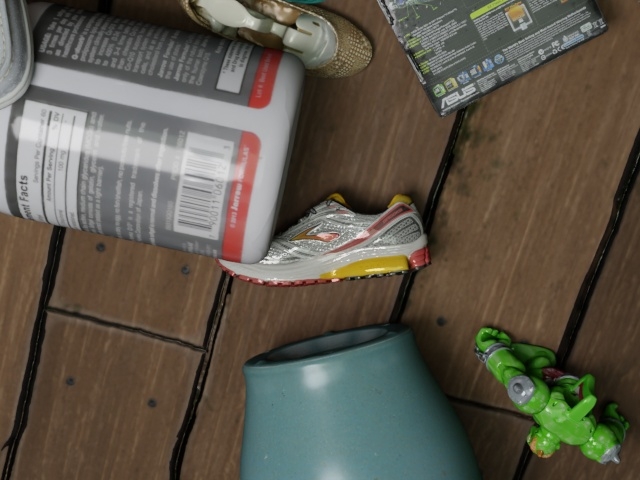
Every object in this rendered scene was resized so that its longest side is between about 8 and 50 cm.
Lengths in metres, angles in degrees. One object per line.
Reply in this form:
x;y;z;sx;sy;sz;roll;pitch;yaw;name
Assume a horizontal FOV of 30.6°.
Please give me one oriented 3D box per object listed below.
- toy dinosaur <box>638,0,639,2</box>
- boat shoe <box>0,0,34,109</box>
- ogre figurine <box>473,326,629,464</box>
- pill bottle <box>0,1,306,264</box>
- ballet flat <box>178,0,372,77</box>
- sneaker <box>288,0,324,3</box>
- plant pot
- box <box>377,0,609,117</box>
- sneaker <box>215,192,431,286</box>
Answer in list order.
0.329;-0.275;1.146;0.090;0.047;0.082;-5;101;-31;toy dinosaur
-0.339;-0.260;0.994;0.118;0.103;0.321;-19;84;1;boat shoe
0.251;0.170;1.241;0.096;0.118;0.197;-33;103;12;ogre figurine
-0.208;-0.112;1.122;0.362;0.210;0.210;12;108;-1;pill bottle
-0.047;-0.209;1.158;0.206;0.067;0.073;18;107;-4;ballet flat
-0.090;-0.325;1.063;0.295;0.178;0.124;42;104;-10;sneaker
0.035;0.227;1.209;0.271;0.271;0.255;-12;91;6;plant pot
0.158;-0.244;1.151;0.190;0.045;0.184;-28;102;12;box
0.000;0.000;1.226;0.225;0.088;0.093;-7;87;5;sneaker
